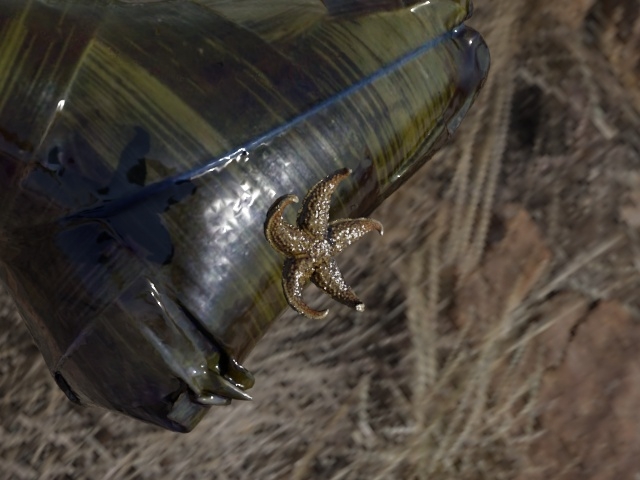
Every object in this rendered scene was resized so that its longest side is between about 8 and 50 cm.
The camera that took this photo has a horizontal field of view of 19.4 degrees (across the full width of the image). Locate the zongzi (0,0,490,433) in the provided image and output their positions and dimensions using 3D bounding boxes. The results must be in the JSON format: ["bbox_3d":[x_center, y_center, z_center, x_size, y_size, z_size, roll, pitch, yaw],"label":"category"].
[{"bbox_3d":[-0.111,-0.147,1.257,0.403,0.208,0.432,-46,116,-21],"label":"zongzi"}]

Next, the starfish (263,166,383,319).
[{"bbox_3d":[0.000,0.000,1.087,0.078,0.028,0.091,11,95,-33],"label":"starfish"}]
